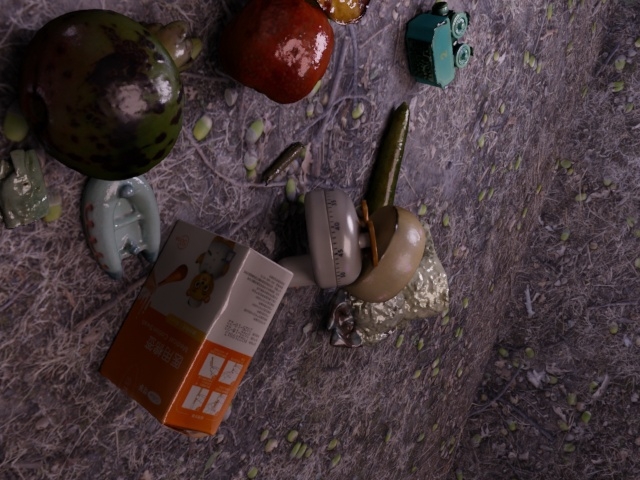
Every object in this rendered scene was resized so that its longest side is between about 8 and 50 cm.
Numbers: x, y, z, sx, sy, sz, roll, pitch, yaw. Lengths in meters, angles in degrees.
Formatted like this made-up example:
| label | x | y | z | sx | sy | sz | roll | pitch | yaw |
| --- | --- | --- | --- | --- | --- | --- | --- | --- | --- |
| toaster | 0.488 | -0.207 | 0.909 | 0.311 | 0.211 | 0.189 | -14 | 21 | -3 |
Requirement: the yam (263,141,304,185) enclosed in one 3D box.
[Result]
| label | x | y | z | sx | sy | sz | roll | pitch | yaw |
| --- | --- | --- | --- | --- | --- | --- | --- | --- | --- |
| yam | -0.084 | -0.170 | 1.298 | 0.129 | 0.027 | 0.033 | -48 | 170 | -28 |

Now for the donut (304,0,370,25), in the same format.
| label | x | y | z | sx | sy | sz | roll | pitch | yaw |
| --- | --- | --- | --- | --- | --- | --- | --- | --- | --- |
| donut | 0.043 | -0.540 | 1.215 | 0.295 | 0.112 | 0.151 | -45 | 143 | -28 |

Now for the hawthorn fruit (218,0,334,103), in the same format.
| label | x | y | z | sx | sy | sz | roll | pitch | yaw |
| --- | --- | --- | --- | --- | --- | --- | --- | --- | --- |
| hawthorn fruit | -0.062 | -0.378 | 1.072 | 0.207 | 0.207 | 0.243 | 13 | 105 | -53 |

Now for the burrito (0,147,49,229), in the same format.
| label | x | y | z | sx | sy | sz | roll | pitch | yaw |
| --- | --- | --- | --- | --- | --- | --- | --- | --- | --- |
| burrito | -0.449 | -0.079 | 0.881 | 0.074 | 0.044 | 0.118 | -18 | 124 | -41 |

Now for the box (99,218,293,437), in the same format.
| label | x | y | z | sx | sy | sz | roll | pitch | yaw |
| --- | --- | --- | --- | --- | --- | --- | --- | --- | --- |
| box | -0.235 | 0.159 | 1.109 | 0.143 | 0.225 | 0.341 | 34 | 79 | -50 |

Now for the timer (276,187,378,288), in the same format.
| label | x | y | z | sx | sy | sz | roll | pitch | yaw |
| --- | --- | --- | --- | --- | --- | --- | --- | --- | --- |
| timer | 0.000 | 0.000 | 1.358 | 0.233 | 0.240 | 0.234 | -8 | 90 | -89 |

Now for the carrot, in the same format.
| label | x | y | z | sx | sy | sz | roll | pitch | yaw |
| --- | --- | --- | --- | --- | --- | --- | --- | --- | --- |
| carrot | 0.185 | -0.195 | 1.588 | 0.074 | 0.074 | 0.359 | 3 | 103 | -52 |

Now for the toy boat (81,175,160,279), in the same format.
| label | x | y | z | sx | sy | sz | roll | pitch | yaw |
| --- | --- | --- | --- | --- | --- | --- | --- | --- | --- |
| toy boat | -0.335 | -0.031 | 1.018 | 0.134 | 0.079 | 0.208 | -26 | 128 | -39 |

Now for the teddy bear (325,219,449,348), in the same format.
| label | x | y | z | sx | sy | sz | roll | pitch | yaw |
| --- | --- | --- | --- | --- | --- | --- | --- | --- | --- |
| teddy bear | 0.175 | 0.128 | 1.705 | 0.362 | 0.375 | 0.327 | -8 | 122 | -3 |

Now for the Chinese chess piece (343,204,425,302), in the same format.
| label | x | y | z | sx | sy | sz | roll | pitch | yaw |
| --- | --- | --- | --- | --- | --- | --- | --- | --- | --- |
| Chinese chess piece | 0.150 | 0.034 | 1.447 | 0.097 | 0.251 | 0.251 | 30 | 82 | -18 |

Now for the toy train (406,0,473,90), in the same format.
| label | x | y | z | sx | sy | sz | roll | pitch | yaw |
| --- | --- | --- | --- | --- | --- | --- | --- | --- | --- |
| toy train | 0.310 | -0.512 | 1.562 | 0.163 | 0.112 | 0.203 | -41 | 135 | -23 |

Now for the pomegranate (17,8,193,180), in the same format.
| label | x | y | z | sx | sy | sz | roll | pitch | yaw |
| --- | --- | --- | --- | --- | --- | --- | --- | --- | --- |
| pomegranate | -0.300 | -0.217 | 0.884 | 0.306 | 0.242 | 0.242 | -60 | 155 | -66 |
